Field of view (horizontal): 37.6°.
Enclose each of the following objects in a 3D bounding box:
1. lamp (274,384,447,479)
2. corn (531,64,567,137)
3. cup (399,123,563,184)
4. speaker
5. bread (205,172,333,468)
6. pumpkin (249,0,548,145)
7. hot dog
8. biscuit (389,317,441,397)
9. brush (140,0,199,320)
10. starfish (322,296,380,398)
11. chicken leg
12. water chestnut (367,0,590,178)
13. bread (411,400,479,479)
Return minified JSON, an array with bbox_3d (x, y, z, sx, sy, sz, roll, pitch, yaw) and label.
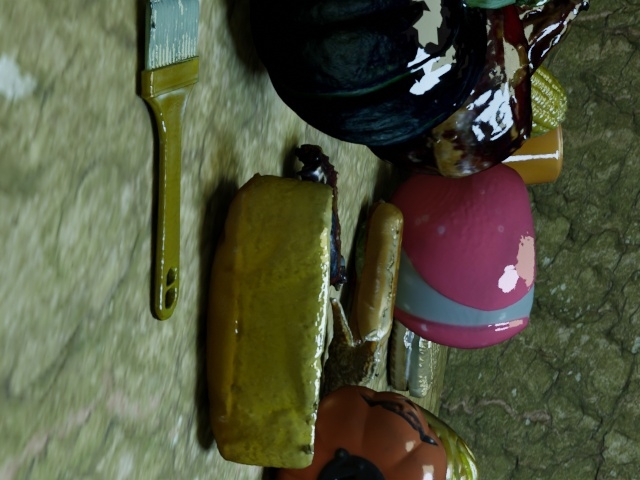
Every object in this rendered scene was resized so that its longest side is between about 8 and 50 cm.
[{"bbox_3d":[0.044,0.248,1.010,0.164,0.188,0.187,-5,102,-82],"label":"lamp"},{"bbox_3d":[0.245,-0.242,1.373,0.344,0.131,0.131,22,74,-47],"label":"corn"},{"bbox_3d":[0.264,-0.158,1.602,0.226,0.264,0.182,-72,159,-82],"label":"cup"},{"bbox_3d":[0.216,0.012,1.424,0.294,0.294,0.294,7,90,-77],"label":"speaker"},{"bbox_3d":[-0.040,0.066,0.759,0.102,0.095,0.245,-72,167,-72],"label":"bread"},{"bbox_3d":[0.075,-0.198,0.756,0.248,0.248,0.247,7,90,-77],"label":"pumpkin"},{"bbox_3d":[0.073,0.043,1.286,0.092,0.062,0.235,106,-6,-59],"label":"hot dog"},{"bbox_3d":[0.188,0.177,1.809,0.259,0.079,0.259,7,90,-77],"label":"biscuit"},{"bbox_3d":[-0.099,-0.051,0.614,0.082,0.010,0.218,-48,144,-69],"label":"brush"},{"bbox_3d":[0.041,0.192,1.147,0.138,0.050,0.247,-132,-142,-60],"label":"starfish"},{"bbox_3d":[0.000,0.000,0.985,0.253,0.051,0.105,81,15,-59],"label":"chicken leg"},{"bbox_3d":[0.150,-0.211,1.022,0.300,0.300,0.299,7,90,-77],"label":"water chestnut"},{"bbox_3d":[0.145,0.309,1.422,0.104,0.213,0.213,-53,167,4],"label":"bread"}]
